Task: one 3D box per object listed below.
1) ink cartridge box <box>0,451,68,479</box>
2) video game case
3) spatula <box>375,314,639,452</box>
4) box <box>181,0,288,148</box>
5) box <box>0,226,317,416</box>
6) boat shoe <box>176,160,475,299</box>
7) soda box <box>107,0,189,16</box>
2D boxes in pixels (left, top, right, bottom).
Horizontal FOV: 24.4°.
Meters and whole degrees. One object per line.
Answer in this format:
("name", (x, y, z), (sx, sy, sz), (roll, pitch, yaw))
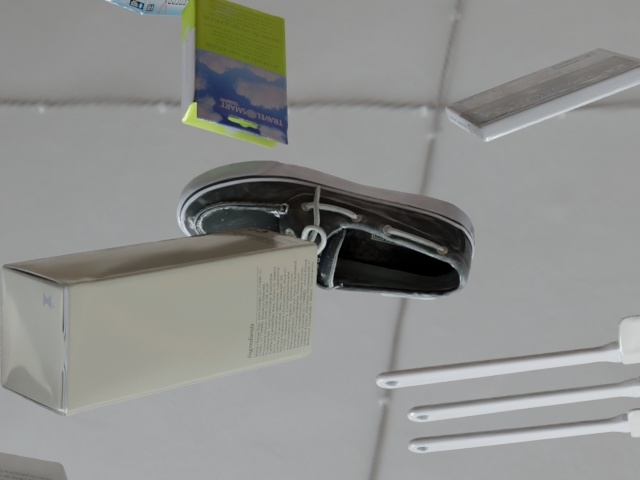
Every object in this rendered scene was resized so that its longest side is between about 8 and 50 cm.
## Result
("ink cartridge box", (-0.315, 0.352, 1.214), (0.160, 0.279, 0.385), (-51, -137, 21))
("video game case", (0.240, -0.157, 1.578), (0.190, 0.022, 0.173), (-21, -167, -3))
("spatula", (0.165, 0.099, 0.988), (0.242, 0.168, 0.019), (-7, -119, 12))
("box", (-0.090, -0.173, 1.553), (0.109, 0.042, 0.178), (14, -128, -23))
("box", (-0.130, 0.061, 1.251), (0.275, 0.113, 0.094), (-7, -164, -44))
("boat shoe", (0.000, 0.004, 1.485), (0.306, 0.113, 0.105), (13, -146, 1))
("soda box", (-0.200, -0.314, 1.828), (0.058, 0.183, 0.063), (22, -78, 13))
